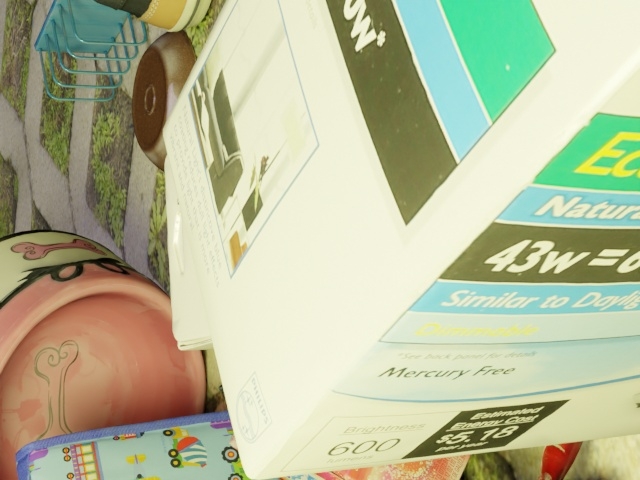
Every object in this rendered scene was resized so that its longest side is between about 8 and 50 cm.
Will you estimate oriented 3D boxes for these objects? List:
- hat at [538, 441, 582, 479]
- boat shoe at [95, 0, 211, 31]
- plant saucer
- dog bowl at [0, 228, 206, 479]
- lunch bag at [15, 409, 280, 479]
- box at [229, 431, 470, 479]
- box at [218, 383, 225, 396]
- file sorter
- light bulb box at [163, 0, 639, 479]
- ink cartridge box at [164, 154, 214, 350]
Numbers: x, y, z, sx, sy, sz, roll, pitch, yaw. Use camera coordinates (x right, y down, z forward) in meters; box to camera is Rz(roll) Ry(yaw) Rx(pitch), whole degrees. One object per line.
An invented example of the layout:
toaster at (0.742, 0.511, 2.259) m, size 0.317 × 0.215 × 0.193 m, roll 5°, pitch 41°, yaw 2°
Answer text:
hat at (0.201, 0.192, 0.844) m, size 0.173 × 0.183 × 0.208 m, roll 41°, pitch 165°, yaw 32°
boat shoe at (-0.239, -0.516, 1.555) m, size 0.187 × 0.156 × 0.500 m, roll -28°, pitch 63°, yaw 61°
plant saucer at (-0.219, -0.192, 1.632) m, size 0.198 × 0.036 × 0.199 m, roll -3°, pitch 87°, yaw 63°
dog bowl at (-0.310, 0.198, 1.440) m, size 0.150 × 0.408 × 0.408 m, roll 12°, pitch 100°, yaw 41°
lunch bag at (-0.191, 0.312, 1.288) m, size 0.138 × 0.293 × 0.221 m, roll -54°, pitch 43°, yaw 47°
box at (0.060, 0.073, 0.886) m, size 0.128 × 0.122 × 0.257 m, roll -14°, pitch 43°, yaw 61°
box at (0.026, 0.192, 1.023) m, size 0.220 × 0.051 × 0.175 m, roll 55°, pitch 152°, yaw -10°
file sorter at (-0.343, -0.293, 1.782) m, size 0.170 × 0.118 × 0.104 m, roll -44°, pitch 55°, yaw 53°
light bulb box at (0.157, -0.070, 0.580) m, size 0.361 × 0.357 × 0.225 m, roll -53°, pitch 46°, yaw 49°
ink cartridge box at (0.000, 0.000, 0.998) m, size 0.100 × 0.237 × 0.172 m, roll -18°, pitch 73°, yaw 61°
